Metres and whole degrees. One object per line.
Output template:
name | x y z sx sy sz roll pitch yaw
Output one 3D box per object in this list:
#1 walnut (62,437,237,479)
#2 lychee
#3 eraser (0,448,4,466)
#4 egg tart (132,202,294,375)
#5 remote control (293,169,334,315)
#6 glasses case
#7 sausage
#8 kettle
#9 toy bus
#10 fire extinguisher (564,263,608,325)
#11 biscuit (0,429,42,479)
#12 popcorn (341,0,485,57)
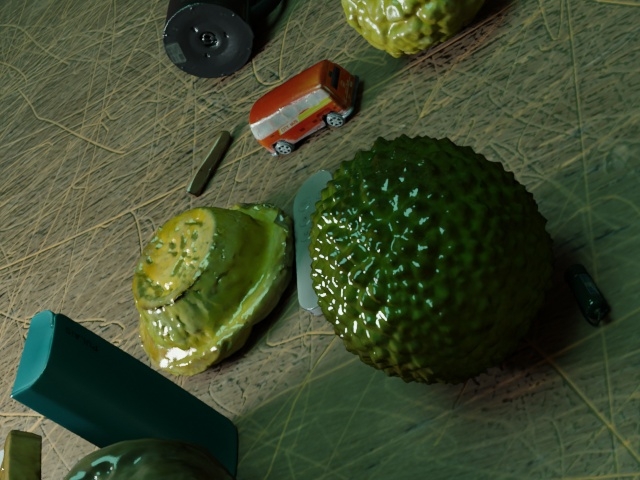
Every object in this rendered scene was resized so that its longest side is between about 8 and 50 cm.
walnut | -0.183 0.337 1.662 0.248 0.248 0.248 -33 38 30
lychee | 0.112 0.022 1.551 0.270 0.320 0.270 4 96 42
eraser | -0.508 0.375 2.237 0.150 0.023 0.104 -29 40 34
egg tart | -0.157 0.050 2.014 0.288 0.118 0.288 -30 39 27
remote control | 0.000 0.000 1.937 0.077 0.022 0.245 -37 35 28
glasses case | -0.224 0.198 1.774 0.070 0.301 0.117 -29 40 35
sausage | -0.171 -0.119 2.268 0.026 0.026 0.116 11 68 55
kettle | -0.157 -0.398 2.419 0.202 0.144 0.232 -18 40 16
toy bus | -0.029 -0.188 2.101 0.174 0.077 0.079 -26 41 36
fire extinguisher | 0.275 0.060 1.524 0.083 0.025 0.038 -113 27 -54
biscuit | -0.363 0.432 1.764 0.385 0.062 0.365 -103 17 -50
popcorn | 0.141 -0.346 1.968 0.203 0.226 0.200 -28 60 -30
